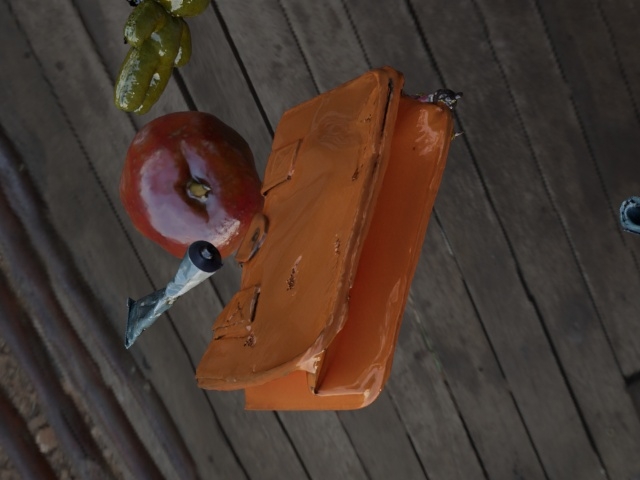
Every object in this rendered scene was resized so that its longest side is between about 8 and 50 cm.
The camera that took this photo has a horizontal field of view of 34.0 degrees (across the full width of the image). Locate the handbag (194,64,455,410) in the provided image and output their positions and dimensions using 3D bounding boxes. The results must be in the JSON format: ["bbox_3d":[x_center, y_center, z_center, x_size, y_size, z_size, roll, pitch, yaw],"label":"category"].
[{"bbox_3d":[0.000,0.000,1.296,0.116,0.304,0.410,28,66,-28],"label":"handbag"}]

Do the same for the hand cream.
[{"bbox_3d":[-0.214,0.067,1.452,0.052,0.075,0.248,41,135,-14],"label":"hand cream"}]

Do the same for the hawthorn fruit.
[{"bbox_3d":[-0.230,-0.099,1.925,0.287,0.330,0.287,-1,95,-13],"label":"hawthorn fruit"}]

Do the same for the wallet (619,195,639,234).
[{"bbox_3d":[0.497,0.025,1.111,0.251,0.290,0.054,15,98,-32],"label":"wallet"}]

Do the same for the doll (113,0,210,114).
[{"bbox_3d":[-0.197,-0.249,1.209,0.097,0.137,0.209,24,93,23],"label":"doll"}]

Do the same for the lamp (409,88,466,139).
[{"bbox_3d":[0.174,-0.199,1.790,0.118,0.253,0.118,-2,93,-29],"label":"lamp"}]
